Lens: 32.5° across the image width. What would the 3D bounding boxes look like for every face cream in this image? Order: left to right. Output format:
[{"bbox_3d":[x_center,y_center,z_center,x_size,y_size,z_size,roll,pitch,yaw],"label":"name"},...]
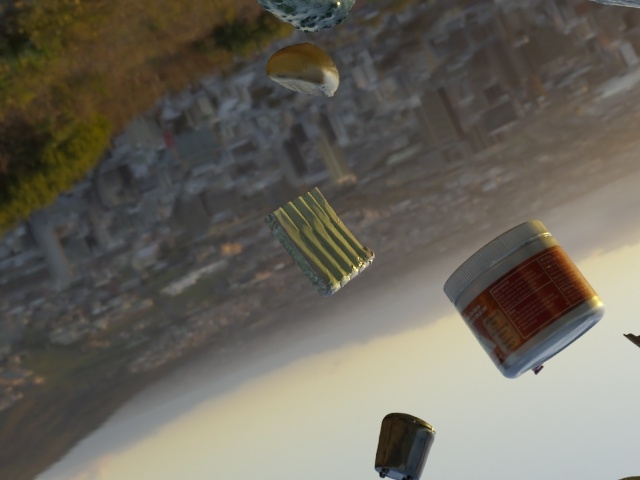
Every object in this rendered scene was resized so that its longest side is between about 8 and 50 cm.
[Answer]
[{"bbox_3d":[0.331,0.098,1.782,0.201,0.187,0.201,-31,163,-11],"label":"face cream"}]

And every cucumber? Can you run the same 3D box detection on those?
[{"bbox_3d":[-0.048,-0.390,1.619,0.134,0.134,0.244,-26,169,20],"label":"cucumber"}]

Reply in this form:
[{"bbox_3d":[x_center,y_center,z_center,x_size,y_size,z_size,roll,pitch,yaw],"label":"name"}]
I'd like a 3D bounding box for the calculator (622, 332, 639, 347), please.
[{"bbox_3d":[0.478,0.187,1.295,0.028,0.165,0.274,-56,-159,3],"label":"calculator"}]

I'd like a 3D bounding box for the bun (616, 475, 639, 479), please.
[{"bbox_3d":[0.409,0.381,1.324,0.293,0.187,0.293,-17,-158,7],"label":"bun"}]

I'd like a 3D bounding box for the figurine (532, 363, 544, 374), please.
[{"bbox_3d":[0.419,0.164,2.095,0.156,0.115,0.095,-44,164,-12],"label":"figurine"}]

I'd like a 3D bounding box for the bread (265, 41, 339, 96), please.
[{"bbox_3d":[-0.019,-0.211,1.331,0.082,0.056,0.115,11,-179,16],"label":"bread"}]

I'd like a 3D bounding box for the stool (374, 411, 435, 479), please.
[{"bbox_3d":[0.139,0.351,1.848,0.096,0.110,0.096,15,156,7],"label":"stool"}]

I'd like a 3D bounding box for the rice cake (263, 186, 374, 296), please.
[{"bbox_3d":[0.000,0.000,2.120,0.189,0.198,0.037,-34,167,-50],"label":"rice cake"}]

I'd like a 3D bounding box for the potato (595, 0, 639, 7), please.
[{"bbox_3d":[0.611,-0.493,1.857,0.264,0.190,0.211,11,175,-13],"label":"potato"}]
